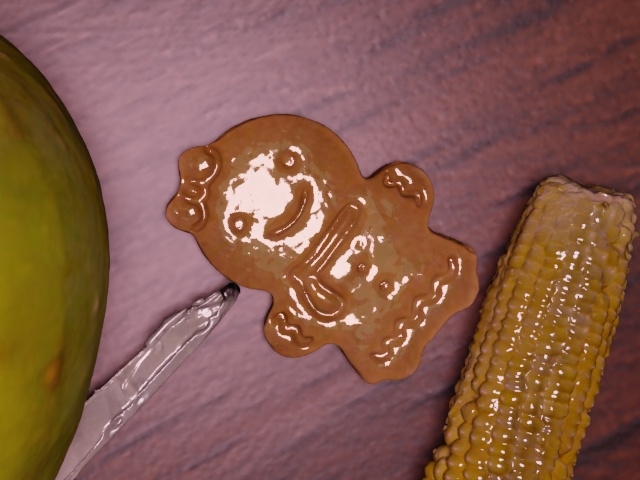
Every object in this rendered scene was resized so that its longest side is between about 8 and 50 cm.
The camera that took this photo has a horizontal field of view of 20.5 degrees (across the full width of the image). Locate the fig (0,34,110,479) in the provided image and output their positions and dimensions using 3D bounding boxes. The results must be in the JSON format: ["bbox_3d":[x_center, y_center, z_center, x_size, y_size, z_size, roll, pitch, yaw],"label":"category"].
[{"bbox_3d":[-0.231,0.034,0.901,0.258,0.258,0.326,-8,113,-6],"label":"fig"}]

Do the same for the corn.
[{"bbox_3d":[0.112,0.103,1.017,0.086,0.086,0.288,17,90,-7],"label":"corn"}]

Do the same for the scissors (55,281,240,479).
[{"bbox_3d":[-0.154,0.130,0.998,0.300,0.022,0.109,-44,66,-3],"label":"scissors"}]

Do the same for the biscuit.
[{"bbox_3d":[0.006,-0.001,1.027,0.133,0.027,0.184,-39,96,-1],"label":"biscuit"}]
